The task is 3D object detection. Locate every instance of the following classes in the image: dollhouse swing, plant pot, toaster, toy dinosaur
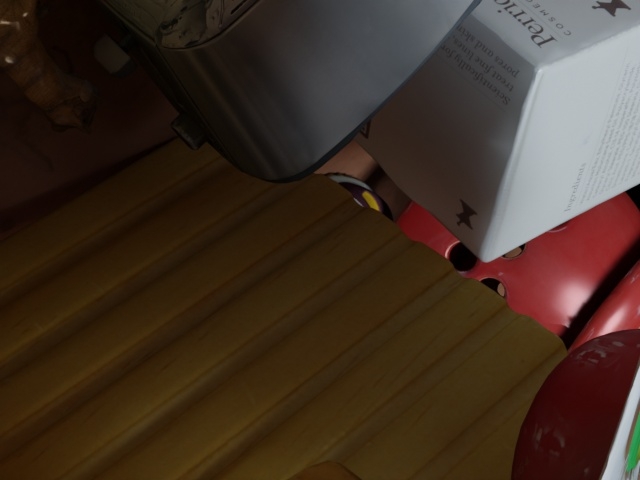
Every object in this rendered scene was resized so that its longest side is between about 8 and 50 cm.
[{"bbox_3d":[-0.066,0.021,0.609,0.305,0.347,0.315,-43,150,-21],"label":"dollhouse swing"},{"bbox_3d":[0.150,0.027,0.989,0.191,0.174,0.191,-44,159,-22],"label":"plant pot"},{"bbox_3d":[-0.007,-0.147,0.672,0.227,0.129,0.146,-46,147,0],"label":"toaster"},{"bbox_3d":[-0.164,-0.114,0.572,0.211,0.064,0.112,28,74,-31],"label":"toy dinosaur"}]

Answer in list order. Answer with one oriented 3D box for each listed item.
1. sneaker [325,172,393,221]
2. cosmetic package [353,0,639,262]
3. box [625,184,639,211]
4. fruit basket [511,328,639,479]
[{"bbox_3d":[0.000,0.000,0.903,0.185,0.084,0.070,8,122,-53],"label":"sneaker"},{"bbox_3d":[0.129,-0.114,0.849,0.183,0.151,0.151,-26,145,-30],"label":"cosmetic package"},{"bbox_3d":[0.324,-0.005,1.200,0.158,0.093,0.156,6,135,-5],"label":"box"},{"bbox_3d":[0.115,0.137,0.492,0.353,0.165,0.327,-61,157,-17],"label":"fruit basket"}]
